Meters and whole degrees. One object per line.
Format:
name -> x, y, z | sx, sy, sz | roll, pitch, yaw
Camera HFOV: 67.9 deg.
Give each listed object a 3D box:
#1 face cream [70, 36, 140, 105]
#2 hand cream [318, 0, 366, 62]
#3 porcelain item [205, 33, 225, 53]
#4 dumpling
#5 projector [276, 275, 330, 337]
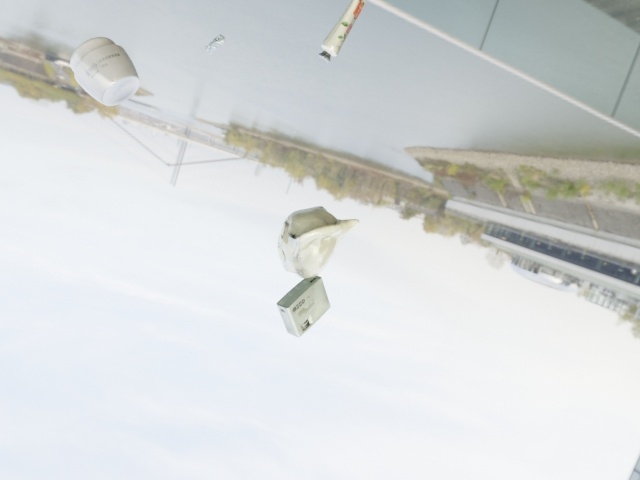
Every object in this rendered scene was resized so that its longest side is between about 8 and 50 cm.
face cream -> -0.441, -0.346, 0.979 | 0.104, 0.117, 0.117 | 53, -172, -1
hand cream -> 0.071, -0.583, 1.260 | 0.050, 0.234, 0.080 | 34, -173, 11
porcelain item -> -0.310, -0.584, 1.413 | 0.083, 0.036, 0.028 | -8, 140, 46
dumpling -> 0.000, 0.000, 1.310 | 0.242, 0.187, 0.318 | -12, -174, -15
projector -> -0.048, 0.182, 1.342 | 0.061, 0.115, 0.147 | 12, -139, 43
